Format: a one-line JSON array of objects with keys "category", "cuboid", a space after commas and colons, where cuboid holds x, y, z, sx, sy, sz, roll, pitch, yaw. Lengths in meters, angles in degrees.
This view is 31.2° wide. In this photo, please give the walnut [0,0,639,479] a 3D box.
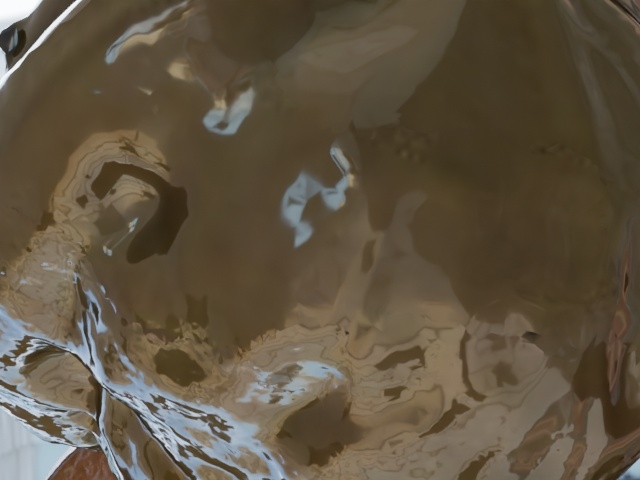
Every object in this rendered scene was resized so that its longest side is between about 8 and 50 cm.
[{"category": "walnut", "cuboid": [0.007, -0.002, 0.557, 0.383, 0.383, 0.384, -7, -90, -74]}]

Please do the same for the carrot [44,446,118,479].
[{"category": "carrot", "cuboid": [-0.167, 0.301, 1.116, 0.307, 0.258, 0.100, -59, -7, -8]}]
